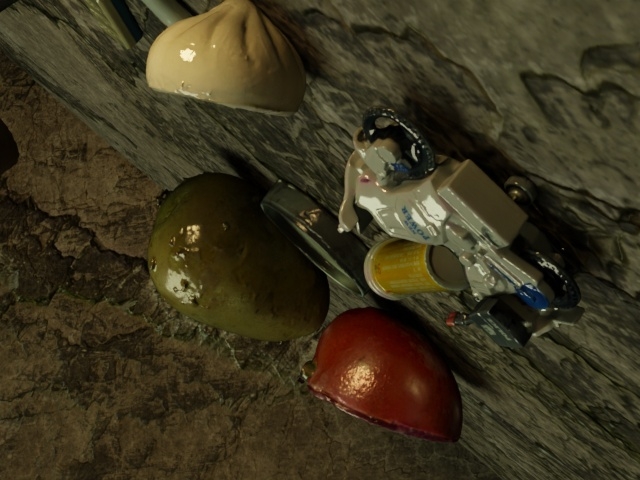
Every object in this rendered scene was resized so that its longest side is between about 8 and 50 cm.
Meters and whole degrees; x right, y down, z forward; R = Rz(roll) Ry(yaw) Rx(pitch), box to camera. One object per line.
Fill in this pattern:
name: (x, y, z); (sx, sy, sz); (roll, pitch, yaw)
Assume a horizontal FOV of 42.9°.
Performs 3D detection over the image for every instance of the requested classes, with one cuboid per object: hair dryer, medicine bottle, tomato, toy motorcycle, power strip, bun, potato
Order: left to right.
power strip: (-0.276, -0.301, 1.058); (0.056, 0.032, 0.123); (38, 170, 16)
hair dryer: (-0.142, -0.225, 0.832); (0.183, 0.044, 0.155); (47, 168, -13)
bun: (-0.077, -0.160, 0.695); (0.138, 0.094, 0.138); (9, -169, -2)
potato: (-0.134, 0.035, 1.421); (0.219, 0.270, 0.359); (-27, 136, 34)
tomato: (0.123, 0.222, 1.423); (0.289, 0.176, 0.335); (22, 176, -4)
medicine bottle: (0.105, 0.025, 0.856); (0.074, 0.074, 0.218); (43, 170, -4)
toy motorcycle: (0.100, -0.010, 0.630); (0.221, 0.102, 0.150); (43, 159, -6)

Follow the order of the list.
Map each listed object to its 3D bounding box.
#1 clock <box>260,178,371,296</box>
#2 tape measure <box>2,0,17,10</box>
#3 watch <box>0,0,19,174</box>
clock: (0.000, 0.000, 1.259); (0.226, 0.049, 0.226); (40, 171, 8)
tape measure: (-0.416, -0.308, 0.944); (0.125, 0.246, 0.243); (46, -179, -21)
watch: (-0.315, -0.224, 0.588); (0.335, 0.327, 0.314); (-9, 132, 44)
